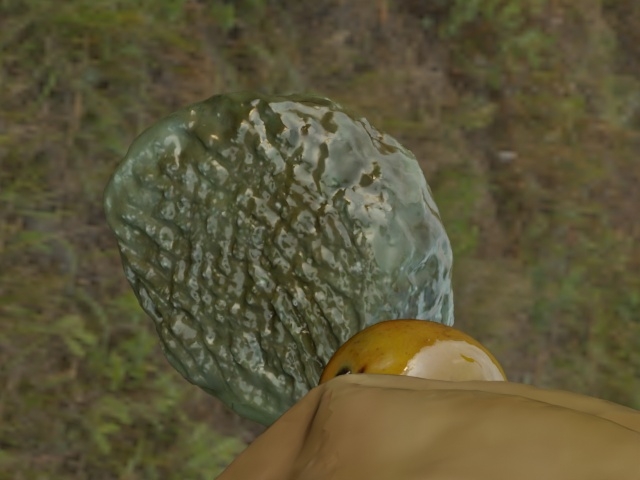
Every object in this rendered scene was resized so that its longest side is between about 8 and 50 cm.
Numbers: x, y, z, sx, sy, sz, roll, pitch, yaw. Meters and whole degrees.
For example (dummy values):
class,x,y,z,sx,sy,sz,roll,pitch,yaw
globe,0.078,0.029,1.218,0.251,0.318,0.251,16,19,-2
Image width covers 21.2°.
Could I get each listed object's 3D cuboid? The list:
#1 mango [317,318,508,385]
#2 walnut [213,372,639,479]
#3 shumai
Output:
class,x,y,z,sx,sy,sz,roll,pitch,yaw
mango,0.053,0.107,0.948,0.163,0.111,0.090,83,3,-54
walnut,0.055,0.195,0.379,0.306,0.306,0.344,-9,76,-58
shumai,0.000,0.000,1.191,0.225,0.260,0.222,-57,164,27
